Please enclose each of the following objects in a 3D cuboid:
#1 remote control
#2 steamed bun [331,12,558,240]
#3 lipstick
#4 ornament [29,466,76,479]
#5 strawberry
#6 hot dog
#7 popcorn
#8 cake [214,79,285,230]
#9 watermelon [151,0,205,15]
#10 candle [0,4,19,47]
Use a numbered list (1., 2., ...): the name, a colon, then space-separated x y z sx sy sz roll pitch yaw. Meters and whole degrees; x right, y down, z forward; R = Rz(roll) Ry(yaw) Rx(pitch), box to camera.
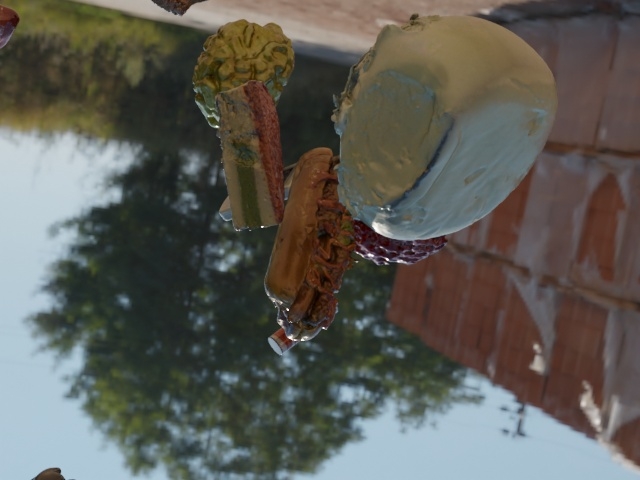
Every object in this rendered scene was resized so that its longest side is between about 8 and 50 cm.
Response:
1. remote control: -0.104 -0.089 1.961 0.190 0.029 0.087 -18 -151 39
2. steamed bun: 0.172 -0.175 1.580 0.312 0.333 0.233 3 -139 -52
3. lipstick: -0.030 0.146 1.873 0.131 0.038 0.038 -36 -149 -22
4. ornament: -0.411 0.403 1.463 0.202 0.080 0.236 -29 -170 -15
5. strawberry: 0.116 -0.013 1.908 0.190 0.111 0.236 56 162 -23
6. hot dog: 0.000 0.000 1.798 0.117 0.348 0.158 1 143 18
7. popcorn: -0.156 -0.336 2.166 0.181 0.235 0.216 28 147 -2
8. cake: -0.099 -0.129 1.660 0.086 0.220 0.117 -11 -178 17
9. watermelon: -0.310 -0.509 2.131 0.155 0.080 0.101 27 165 20
10. candle: -0.453 -0.164 1.251 0.051 0.329 0.048 7 -128 -50
